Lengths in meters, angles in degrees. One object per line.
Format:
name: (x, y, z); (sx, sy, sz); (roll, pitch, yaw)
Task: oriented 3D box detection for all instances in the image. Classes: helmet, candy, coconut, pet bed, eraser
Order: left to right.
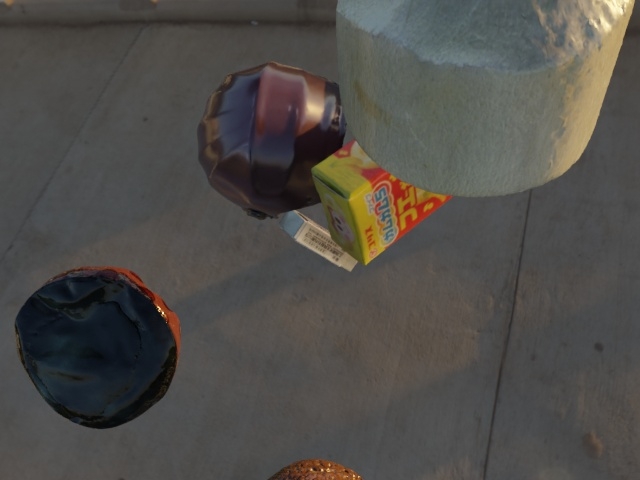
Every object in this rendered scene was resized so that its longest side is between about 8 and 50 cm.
pet bed: (-0.258, 0.123, 0.663); (0.201, 0.201, 0.053); (-14, 16, 6)
helmet: (-0.114, -0.181, 0.994); (0.338, 0.197, 0.271); (3, 82, 51)
eraser: (0.000, 0.000, 1.890); (0.081, 0.279, 0.124); (-56, 37, 4)
candy: (0.128, -0.105, 0.805); (0.276, 0.146, 0.088); (-35, 51, -16)
coconut: (0.135, -0.155, 0.512); (0.237, 0.266, 0.237); (-5, 56, 8)

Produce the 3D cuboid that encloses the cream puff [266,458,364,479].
cream puff: (-0.003, 0.616, 1.196); (0.212, 0.303, 0.303); (-9, 48, 56)
